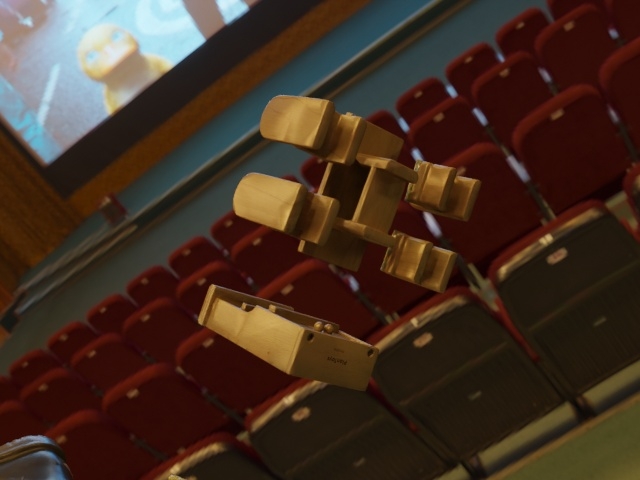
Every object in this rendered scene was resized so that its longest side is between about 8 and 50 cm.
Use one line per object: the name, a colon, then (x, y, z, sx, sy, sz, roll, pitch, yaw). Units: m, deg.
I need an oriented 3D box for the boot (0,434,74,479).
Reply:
boot: (-0.405, 0.400, 0.946, 0.367, 0.146, 0.445, -30, 23, -22)

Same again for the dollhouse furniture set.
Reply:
dollhouse furniture set: (0.000, 0.000, 0.832, 0.161, 0.212, 0.242, 18, 88, 52)

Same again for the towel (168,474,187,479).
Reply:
towel: (-0.159, 0.402, 1.245, 0.148, 0.110, 0.027, 20, 55, 38)
